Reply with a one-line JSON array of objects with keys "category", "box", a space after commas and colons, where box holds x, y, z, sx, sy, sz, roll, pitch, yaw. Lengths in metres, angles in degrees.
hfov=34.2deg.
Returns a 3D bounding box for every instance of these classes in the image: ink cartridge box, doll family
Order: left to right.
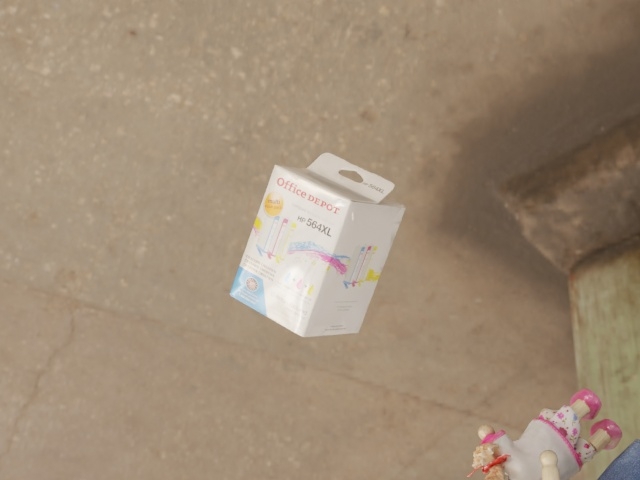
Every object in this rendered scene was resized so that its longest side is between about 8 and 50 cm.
[{"category": "ink cartridge box", "box": [0.000, 0.000, 0.911, 0.092, 0.143, 0.090, 27, -166, 33]}, {"category": "doll family", "box": [0.219, 0.234, 0.753, 0.263, 0.163, 0.118, 55, 152, 2]}]
